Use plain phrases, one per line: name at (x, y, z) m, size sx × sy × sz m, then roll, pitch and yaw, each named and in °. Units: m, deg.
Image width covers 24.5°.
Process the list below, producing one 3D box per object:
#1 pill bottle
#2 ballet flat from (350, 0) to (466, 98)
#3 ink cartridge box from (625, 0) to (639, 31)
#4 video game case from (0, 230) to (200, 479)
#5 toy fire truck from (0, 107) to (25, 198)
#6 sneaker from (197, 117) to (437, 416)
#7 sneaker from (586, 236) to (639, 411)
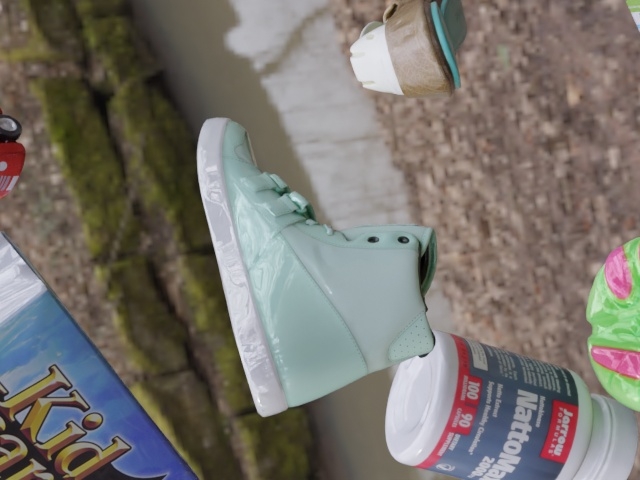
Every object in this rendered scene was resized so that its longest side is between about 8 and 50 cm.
pill bottle at (0.152, 0.143, 1.161) m, size 0.108 × 0.180 × 0.108 m, roll -164°, pitch 90°, yaw -74°
ballet flat at (0.099, -0.226, 1.693) m, size 0.342 × 0.124 × 0.116 m, roll -74°, pitch -32°, yaw -68°
ink cartridge box at (0.459, -0.171, 1.592) m, size 0.255 × 0.097 × 0.189 m, roll 63°, pitch 170°, yaw -12°
video game case at (-0.173, 0.166, 0.704) m, size 0.061 × 0.244 × 0.269 m, roll 39°, pitch 164°, yaw 45°
toy fire truck at (-0.275, -0.099, 0.886) m, size 0.192 × 0.135 × 0.047 m, roll 56°, pitch 131°, yaw 26°
sneaker at (0.000, 0.001, 1.044) m, size 0.094 × 0.151 × 0.256 m, roll 79°, pitch 174°, yaw -51°
sneaker at (0.428, 0.054, 1.037) m, size 0.483 × 0.202 × 0.185 m, roll 4°, pitch 90°, yaw 41°
